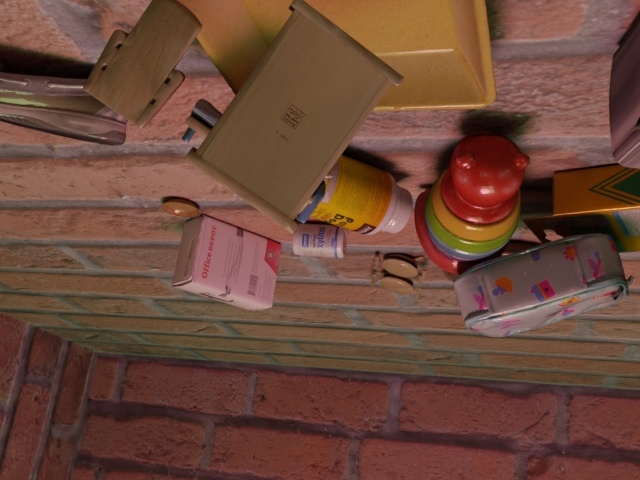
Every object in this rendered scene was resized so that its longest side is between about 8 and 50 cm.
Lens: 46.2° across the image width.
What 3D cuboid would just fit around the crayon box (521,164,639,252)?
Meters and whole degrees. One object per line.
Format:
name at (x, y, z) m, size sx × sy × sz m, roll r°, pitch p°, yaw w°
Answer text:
crayon box at (0.523, -0.051, 1.243) m, size 0.323 × 0.083 × 0.203 m, roll -6°, pitch 157°, yaw 32°

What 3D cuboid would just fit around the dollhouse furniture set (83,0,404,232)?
dollhouse furniture set at (-0.080, -0.180, 0.894) m, size 0.286 × 0.198 × 0.303 m, roll 35°, pitch -174°, yaw -12°

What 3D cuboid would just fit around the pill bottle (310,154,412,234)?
pill bottle at (0.048, -0.080, 1.278) m, size 0.215 × 0.117 × 0.117 m, roll 17°, pitch 158°, yaw -26°

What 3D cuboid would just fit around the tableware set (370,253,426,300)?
tableware set at (0.190, 0.076, 1.789) m, size 0.128 × 0.039 × 0.194 m, roll 17°, pitch 156°, yaw 9°

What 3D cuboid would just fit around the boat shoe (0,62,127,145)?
boat shoe at (-0.440, -0.223, 1.111) m, size 0.320 × 0.103 × 0.118 m, roll 13°, pitch 179°, yaw -1°

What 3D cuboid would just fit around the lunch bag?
lunch bag at (0.384, 0.084, 1.276) m, size 0.279 × 0.108 × 0.224 m, roll -19°, pitch 159°, yaw 20°

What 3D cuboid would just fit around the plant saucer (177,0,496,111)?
plant saucer at (0.021, -0.261, 0.840) m, size 0.333 × 0.081 × 0.333 m, roll 1°, pitch 159°, yaw 17°

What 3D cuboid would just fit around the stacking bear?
stacking bear at (0.249, -0.070, 1.197) m, size 0.175 × 0.164 × 0.289 m, roll 6°, pitch 156°, yaw 4°

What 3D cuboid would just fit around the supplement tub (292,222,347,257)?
supplement tub at (0.000, 0.000, 1.590) m, size 0.107 × 0.071 × 0.071 m, roll 3°, pitch 160°, yaw 10°

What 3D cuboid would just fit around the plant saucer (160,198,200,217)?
plant saucer at (-0.294, -0.070, 1.580) m, size 0.083 × 0.015 × 0.083 m, roll 6°, pitch 160°, yaw 2°

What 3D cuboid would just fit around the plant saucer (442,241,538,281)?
plant saucer at (0.412, 0.060, 1.659) m, size 0.278 × 0.041 × 0.278 m, roll 7°, pitch 160°, yaw 3°

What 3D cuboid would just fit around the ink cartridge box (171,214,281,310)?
ink cartridge box at (-0.209, 0.055, 1.686) m, size 0.218 × 0.158 × 0.092 m, roll 23°, pitch 156°, yaw -36°

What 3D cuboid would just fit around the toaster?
toaster at (0.415, -0.165, 0.834) m, size 0.186 × 0.168 × 0.110 m, roll 7°, pitch 161°, yaw -1°
